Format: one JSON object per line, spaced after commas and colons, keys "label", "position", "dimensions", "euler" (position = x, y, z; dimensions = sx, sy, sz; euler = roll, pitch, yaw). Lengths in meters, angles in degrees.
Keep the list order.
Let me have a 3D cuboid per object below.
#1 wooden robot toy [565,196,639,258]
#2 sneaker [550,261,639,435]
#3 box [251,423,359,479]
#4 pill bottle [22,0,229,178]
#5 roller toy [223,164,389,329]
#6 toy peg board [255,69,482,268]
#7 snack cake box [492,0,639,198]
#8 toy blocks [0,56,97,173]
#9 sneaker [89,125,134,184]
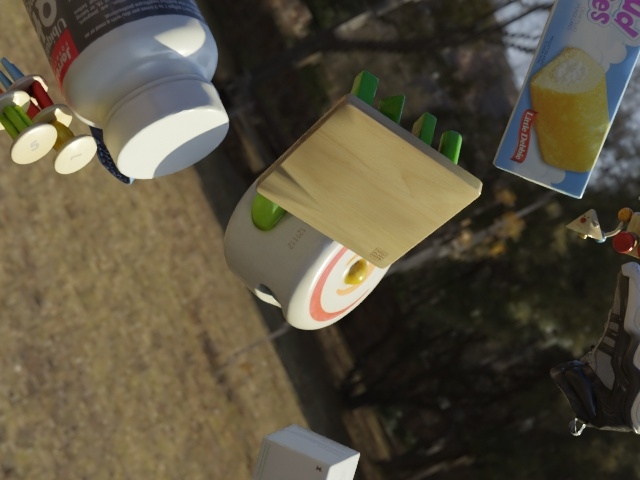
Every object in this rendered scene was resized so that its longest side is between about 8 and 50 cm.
{"label": "wooden robot toy", "position": [0.337, -0.016, 1.363], "dimensions": [0.173, 0.079, 0.076], "euler": [21, 6, 19]}
{"label": "sneaker", "position": [0.418, 0.161, 2.030], "dimensions": [0.101, 0.153, 0.268], "euler": [43, 43, -52]}
{"label": "box", "position": [-0.023, 0.298, 1.716], "dimensions": [0.102, 0.101, 0.087], "euler": [21, 13, 23]}
{"label": "pill bottle", "position": [-0.219, -0.233, 1.513], "dimensions": [0.318, 0.176, 0.176], "euler": [64, 4, 21]}
{"label": "roller toy", "position": [0.000, 0.000, 1.604], "dimensions": [0.146, 0.191, 0.209], "euler": [40, 39, 24]}
{"label": "toy peg board", "position": [0.051, -0.075, 1.345], "dimensions": [0.161, 0.161, 0.079], "euler": [33, 46, -17]}
{"label": "snack cake box", "position": [0.250, -0.182, 1.267], "dimensions": [0.089, 0.264, 0.152], "euler": [22, 13, 9]}
{"label": "toy blocks", "position": [-0.314, -0.142, 1.429], "dimensions": [0.148, 0.054, 0.123], "euler": [48, 15, 23]}
{"label": "sneaker", "position": [-0.236, -0.160, 1.712], "dimensions": [0.081, 0.090, 0.232], "euler": [36, -23, 11]}
